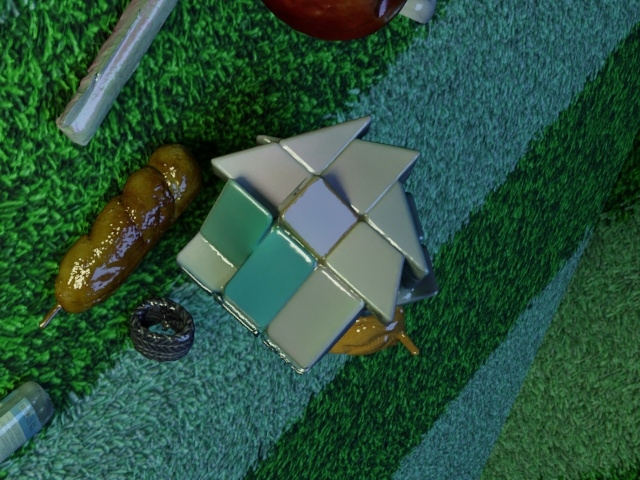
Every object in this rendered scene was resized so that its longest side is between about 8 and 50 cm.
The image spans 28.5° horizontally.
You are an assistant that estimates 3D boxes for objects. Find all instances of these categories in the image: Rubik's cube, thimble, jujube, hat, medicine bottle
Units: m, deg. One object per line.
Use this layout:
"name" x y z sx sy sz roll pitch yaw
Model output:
"Rubik's cube" 0.000 0.000 1.985 0.368 0.387 0.358 -48 176 -8
"thimble" -0.259 0.146 2.059 0.095 0.104 0.066 -34 152 -32
"jujube" -0.018 -0.397 1.672 0.223 0.318 0.223 -40 148 -31
"hat" 0.109 0.173 2.547 0.233 0.233 0.244 -49 150 -14
"medicine bottle" -0.494 0.300 1.890 0.208 0.054 0.090 -41 149 -26

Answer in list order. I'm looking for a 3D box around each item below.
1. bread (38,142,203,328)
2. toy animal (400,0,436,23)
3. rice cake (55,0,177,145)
"bread" -0.296 0.002 1.877 0.344 0.084 0.124 -52 150 -12
"toy animal" 0.171 -0.461 2.119 0.193 0.127 0.178 -61 154 4
"rice cake" -0.268 -0.263 1.690 0.290 0.051 0.081 -59 161 -1
